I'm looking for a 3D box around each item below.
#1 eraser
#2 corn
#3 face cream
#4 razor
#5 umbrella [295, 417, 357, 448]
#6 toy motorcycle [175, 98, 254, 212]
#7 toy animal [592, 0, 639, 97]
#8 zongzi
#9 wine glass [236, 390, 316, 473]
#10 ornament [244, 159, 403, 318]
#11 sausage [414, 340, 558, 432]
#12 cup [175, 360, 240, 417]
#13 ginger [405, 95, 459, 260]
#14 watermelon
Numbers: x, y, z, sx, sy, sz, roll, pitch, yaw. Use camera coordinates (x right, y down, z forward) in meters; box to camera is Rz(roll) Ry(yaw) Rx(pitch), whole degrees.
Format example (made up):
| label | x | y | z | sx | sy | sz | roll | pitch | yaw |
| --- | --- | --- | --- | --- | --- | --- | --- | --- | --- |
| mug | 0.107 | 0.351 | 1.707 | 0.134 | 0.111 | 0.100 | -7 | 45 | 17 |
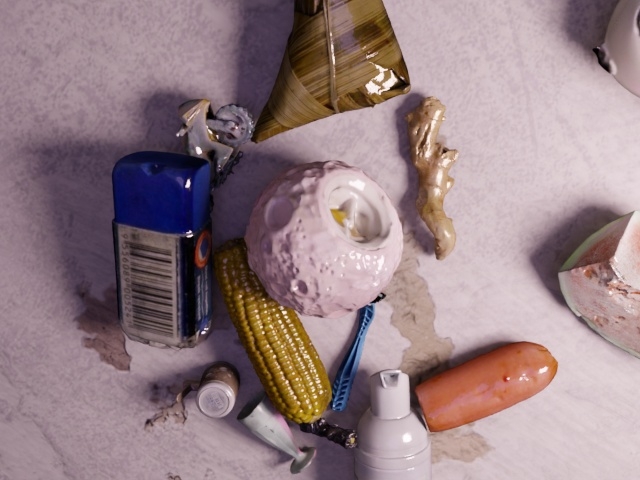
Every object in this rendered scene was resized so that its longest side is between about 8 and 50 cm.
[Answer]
| label | x | y | z | sx | sy | sz | roll | pitch | yaw |
| --- | --- | --- | --- | --- | --- | --- | --- | --- | --- |
| eraser | -0.267 | 0.019 | 1.196 | 0.155 | 0.101 | 0.332 | 10 | 114 | 14 |
| corn | -0.087 | 0.164 | 1.261 | 0.120 | 0.120 | 0.363 | -25 | 97 | 5 |
| face cream | 0.133 | 0.391 | 1.297 | 0.145 | 0.145 | 0.369 | -2 | 102 | 0 |
| razor | 0.063 | 0.199 | 1.307 | 0.082 | 0.042 | 0.253 | 24 | 106 | 38 |
| umbrella | 0.006 | 0.345 | 1.299 | 0.037 | 0.144 | 0.040 | -39 | 123 | -36 |
| toy motorcycle | -0.207 | -0.145 | 1.210 | 0.130 | 0.094 | 0.229 | 31 | 113 | -2 |
| toy animal | 0.602 | -0.295 | 1.114 | 0.310 | 0.251 | 0.251 | 32 | 101 | 6 |
| zongzi | -0.030 | -0.317 | 1.145 | 0.288 | 0.134 | 0.286 | -20 | 108 | 12 |
| wine glass | -0.079 | 0.359 | 1.328 | 0.073 | 0.073 | 0.155 | -40 | 103 | 8 |
| ornament | 0.000 | 0.000 | 1.160 | 0.259 | 0.259 | 0.225 | 41 | 138 | -8 |
| sausage | 0.302 | 0.260 | 1.285 | 0.259 | 0.113 | 0.113 | -24 | 101 | 4 |
| cup | -0.200 | 0.267 | 1.289 | 0.102 | 0.099 | 0.074 | 22 | 101 | -5 |
| ginger | 0.202 | -0.104 | 1.231 | 0.089 | 0.075 | 0.288 | -12 | 98 | -3 |
| watermelon | 0.566 | 0.107 | 1.220 | 0.305 | 0.180 | 0.224 | 43 | 113 | -11 |
